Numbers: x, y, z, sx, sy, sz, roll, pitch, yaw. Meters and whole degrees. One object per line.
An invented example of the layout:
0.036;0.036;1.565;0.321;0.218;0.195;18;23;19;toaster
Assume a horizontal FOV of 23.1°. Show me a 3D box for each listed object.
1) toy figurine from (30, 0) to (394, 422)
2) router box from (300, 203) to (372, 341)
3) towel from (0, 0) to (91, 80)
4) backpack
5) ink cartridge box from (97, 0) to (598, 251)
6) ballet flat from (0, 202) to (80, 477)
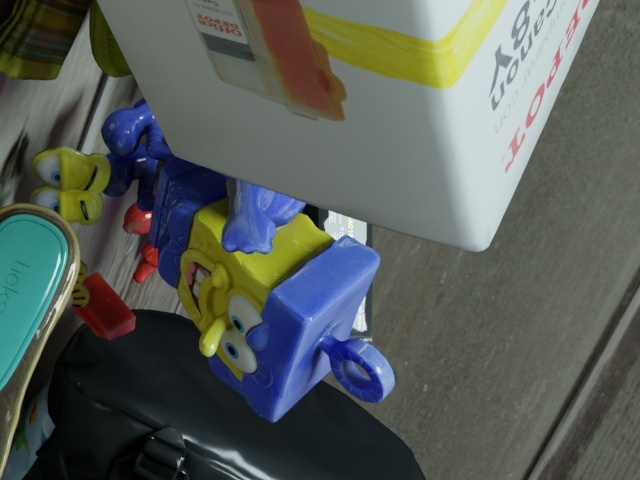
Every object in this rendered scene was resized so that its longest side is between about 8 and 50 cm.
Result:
-0.015;-0.017;0.852;0.191;0.217;0.362;-30;157;-33;toy figurine
0.000;0.000;0.992;0.092;0.038;0.122;-171;-100;-69;router box
-0.096;-0.186;0.743;0.102;0.021;0.237;-76;-169;-85;towel
-0.124;0.225;1.183;0.355;0.290;0.273;-59;-168;26;backpack
0.028;-0.209;0.561;0.279;0.160;0.384;-63;161;-19;ink cartridge box
-0.194;0.089;0.827;0.232;0.080;0.073;-61;-170;-13;ballet flat
